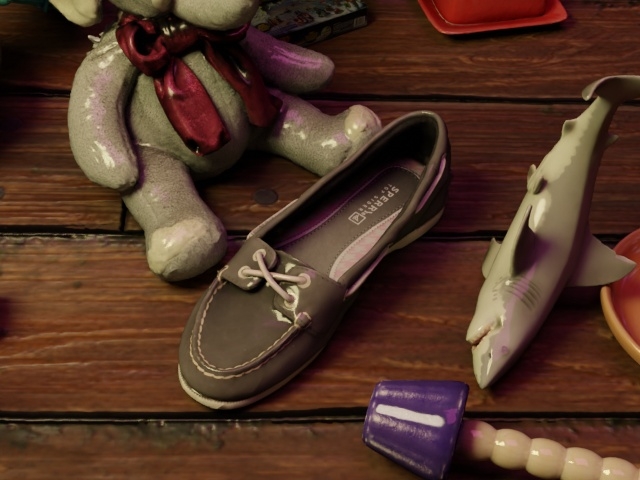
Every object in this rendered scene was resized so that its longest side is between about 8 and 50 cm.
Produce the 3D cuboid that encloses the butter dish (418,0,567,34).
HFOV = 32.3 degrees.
[{"bbox_3d":[0.185,-0.315,1.231,0.160,0.118,0.160,-9,46,-12],"label":"butter dish"}]

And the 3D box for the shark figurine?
[{"bbox_3d":[0.212,-0.018,0.883,0.116,0.278,0.166,24,20,0],"label":"shark figurine"}]

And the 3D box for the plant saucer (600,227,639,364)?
[{"bbox_3d":[0.330,0.062,0.918,0.200,0.037,0.200,2,46,-2],"label":"plant saucer"}]

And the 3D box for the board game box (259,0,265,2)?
[{"bbox_3d":[-0.045,-0.357,1.078,0.302,0.308,0.086,-15,69,-20],"label":"board game box"}]

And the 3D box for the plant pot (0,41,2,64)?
[{"bbox_3d":[-0.413,-0.143,1.026,0.237,0.110,0.237,2,46,-2],"label":"plant pot"}]

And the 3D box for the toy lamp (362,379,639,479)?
[{"bbox_3d":[0.167,0.156,0.784,0.274,0.080,0.080,12,45,10],"label":"toy lamp"}]

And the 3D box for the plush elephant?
[{"bbox_3d":[-0.117,-0.183,0.981,0.272,0.255,0.330,-28,53,-28],"label":"plush elephant"}]

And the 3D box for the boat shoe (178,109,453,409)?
[{"bbox_3d":[0.000,0.000,0.917,0.112,0.095,0.335,30,51,23],"label":"boat shoe"}]

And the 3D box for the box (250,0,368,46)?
[{"bbox_3d":[-0.030,-0.251,1.217,0.137,0.027,0.094,-24,50,-25],"label":"box"}]

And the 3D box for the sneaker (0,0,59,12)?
[{"bbox_3d":[-0.285,-0.276,1.139,0.110,0.107,0.275,45,22,4],"label":"sneaker"}]
